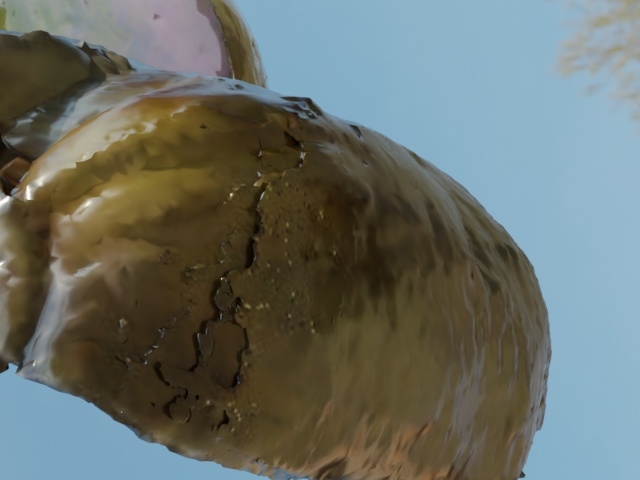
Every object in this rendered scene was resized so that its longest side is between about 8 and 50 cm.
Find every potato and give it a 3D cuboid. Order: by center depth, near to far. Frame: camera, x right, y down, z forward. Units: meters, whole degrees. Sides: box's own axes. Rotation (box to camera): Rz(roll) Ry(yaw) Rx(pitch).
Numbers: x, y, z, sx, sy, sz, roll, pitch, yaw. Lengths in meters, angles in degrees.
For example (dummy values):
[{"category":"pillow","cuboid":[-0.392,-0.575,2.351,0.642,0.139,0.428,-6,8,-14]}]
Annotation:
[{"category":"potato","cuboid":[-0.116,-0.075,1.059,0.266,0.229,0.229,-16,-84,-77]}]

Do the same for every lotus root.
[{"category":"lotus root","cuboid":[0.001,0.000,0.519,0.078,0.167,0.329,-55,-19,9]}]
